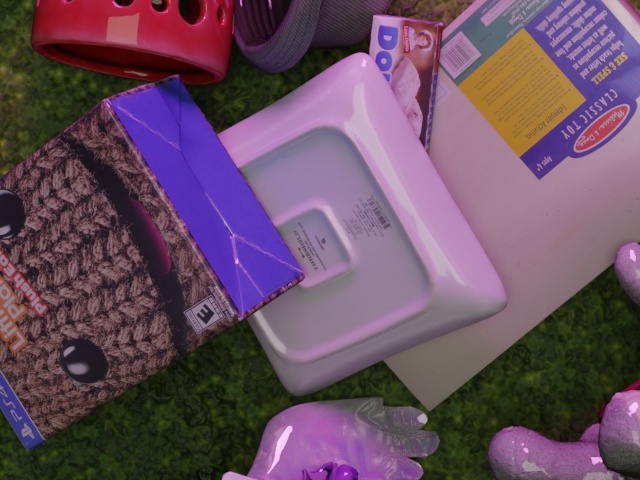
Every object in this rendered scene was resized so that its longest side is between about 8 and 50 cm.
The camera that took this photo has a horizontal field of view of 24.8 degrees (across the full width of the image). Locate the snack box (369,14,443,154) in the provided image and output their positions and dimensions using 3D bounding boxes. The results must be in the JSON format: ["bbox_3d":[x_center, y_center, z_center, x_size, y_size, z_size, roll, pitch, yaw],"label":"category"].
[{"bbox_3d":[0.073,-0.119,1.367,0.064,0.022,0.178,10,106,17],"label":"snack box"}]

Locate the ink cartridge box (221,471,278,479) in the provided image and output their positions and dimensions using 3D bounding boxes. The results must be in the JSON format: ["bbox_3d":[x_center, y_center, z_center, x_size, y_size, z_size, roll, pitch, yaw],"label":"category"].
[{"bbox_3d":[-0.009,0.252,1.160,0.181,0.061,0.104,18,83,-11],"label":"ink cartridge box"}]

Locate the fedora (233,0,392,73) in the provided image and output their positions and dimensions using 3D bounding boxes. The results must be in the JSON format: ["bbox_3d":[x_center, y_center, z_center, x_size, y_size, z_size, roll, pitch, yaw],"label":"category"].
[{"bbox_3d":[0.003,-0.292,1.385,0.124,0.244,0.275,2,100,-24],"label":"fedora"}]

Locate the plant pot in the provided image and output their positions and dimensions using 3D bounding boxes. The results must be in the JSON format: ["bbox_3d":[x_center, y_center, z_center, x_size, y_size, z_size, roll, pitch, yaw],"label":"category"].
[{"bbox_3d":[-0.170,-0.250,1.401,0.191,0.191,0.174,9,85,4],"label":"plant pot"}]

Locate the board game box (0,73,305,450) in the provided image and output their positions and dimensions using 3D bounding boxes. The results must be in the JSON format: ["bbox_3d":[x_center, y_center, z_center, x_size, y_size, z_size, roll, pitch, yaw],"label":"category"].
[{"bbox_3d":[-0.207,0.022,1.386,0.291,0.141,0.232,-33,90,28],"label":"board game box"}]

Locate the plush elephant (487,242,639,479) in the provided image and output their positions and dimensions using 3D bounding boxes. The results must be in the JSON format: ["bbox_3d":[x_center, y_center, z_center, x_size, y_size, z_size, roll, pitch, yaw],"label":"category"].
[{"bbox_3d":[0.350,0.111,1.314,0.330,0.272,0.255,11,73,-10],"label":"plush elephant"}]

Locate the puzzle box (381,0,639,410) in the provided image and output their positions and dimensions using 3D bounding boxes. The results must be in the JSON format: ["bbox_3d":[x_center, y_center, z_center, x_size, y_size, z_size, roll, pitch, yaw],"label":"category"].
[{"bbox_3d":[0.166,-0.060,1.394,0.409,0.052,0.272,-41,88,21],"label":"puzzle box"}]

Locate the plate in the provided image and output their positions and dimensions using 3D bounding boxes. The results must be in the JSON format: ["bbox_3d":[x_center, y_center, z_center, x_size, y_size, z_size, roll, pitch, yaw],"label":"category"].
[{"bbox_3d":[0.000,0.000,1.396,0.278,0.045,0.277,-27,96,32],"label":"plate"}]

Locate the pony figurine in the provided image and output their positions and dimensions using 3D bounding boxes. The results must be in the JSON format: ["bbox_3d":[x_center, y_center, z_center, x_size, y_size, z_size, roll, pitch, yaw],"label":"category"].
[{"bbox_3d":[-0.047,0.294,1.368,0.351,0.363,0.303,5,86,-11],"label":"pony figurine"}]
